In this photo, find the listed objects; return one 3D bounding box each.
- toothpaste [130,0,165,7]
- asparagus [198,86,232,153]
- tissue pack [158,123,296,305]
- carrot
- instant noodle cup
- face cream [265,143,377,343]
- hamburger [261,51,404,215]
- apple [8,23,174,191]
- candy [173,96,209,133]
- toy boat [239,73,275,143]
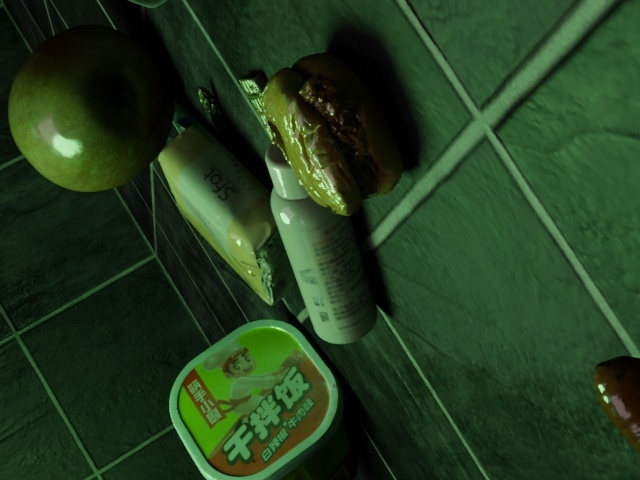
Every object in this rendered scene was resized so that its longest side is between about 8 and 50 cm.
[{"bbox_3d":[-0.268,-0.417,1.153,0.371,0.080,0.125,56,167,32],"label":"toothpaste"},{"bbox_3d":[-0.137,-0.136,1.371,0.233,0.022,0.023,73,-155,-49],"label":"asparagus"},{"bbox_3d":[-0.119,-0.033,1.339,0.222,0.090,0.186,46,164,22],"label":"tissue pack"},{"bbox_3d":[0.252,0.163,0.618,0.216,0.048,0.048,53,165,5],"label":"carrot"},{"bbox_3d":[-0.074,0.336,1.673,0.294,0.294,0.308,49,170,35],"label":"instant noodle cup"},{"bbox_3d":[0.000,0.000,1.059,0.082,0.082,0.269,44,159,46],"label":"face cream"},{"bbox_3d":[0.007,-0.094,0.843,0.138,0.083,0.147,60,168,-18],"label":"hamburger"},{"bbox_3d":[-0.344,-0.202,1.488,0.234,0.257,0.257,5,126,54],"label":"apple"},{"bbox_3d":[-0.186,-0.159,1.467,0.136,0.038,0.088,57,-179,40],"label":"candy"},{"bbox_3d":[-0.056,-0.136,1.103,0.115,0.016,0.063,63,166,-18],"label":"toy boat"}]
